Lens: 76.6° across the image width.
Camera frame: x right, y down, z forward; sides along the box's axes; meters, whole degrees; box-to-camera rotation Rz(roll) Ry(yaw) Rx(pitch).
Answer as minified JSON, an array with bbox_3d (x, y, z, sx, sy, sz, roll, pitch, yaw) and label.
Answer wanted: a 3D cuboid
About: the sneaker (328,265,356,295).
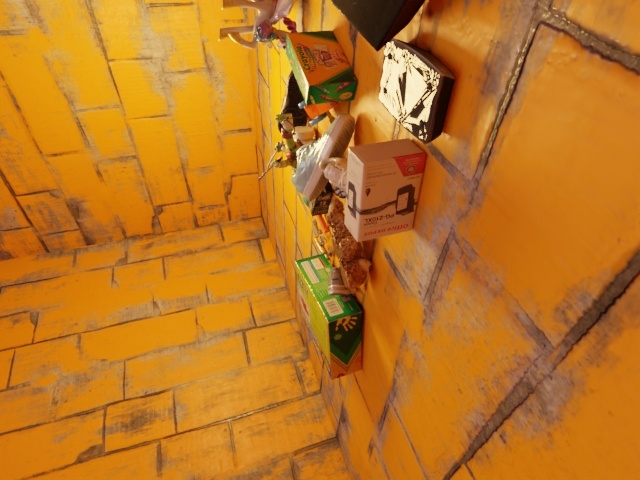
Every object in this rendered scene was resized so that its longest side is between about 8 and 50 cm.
[{"bbox_3d":[0.089,0.158,1.623,0.281,0.105,0.115,39,-132,-82],"label":"sneaker"}]

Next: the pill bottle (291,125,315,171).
[{"bbox_3d":[-0.077,-0.402,1.858,0.121,0.121,0.221,-123,26,-55],"label":"pill bottle"}]

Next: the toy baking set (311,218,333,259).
[{"bbox_3d":[0.000,0.003,1.979,0.196,0.030,0.256,78,165,-51],"label":"toy baking set"}]

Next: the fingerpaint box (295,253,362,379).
[{"bbox_3d":[0.036,0.341,1.882,0.445,0.163,0.371,-124,25,-52],"label":"fingerpaint box"}]

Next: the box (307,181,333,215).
[{"bbox_3d":[-0.012,-0.221,1.834,0.180,0.078,0.147,106,150,-61],"label":"box"}]

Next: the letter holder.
[{"bbox_3d":[0.178,-0.561,0.771,0.152,0.214,0.302,46,163,-2],"label":"letter holder"}]

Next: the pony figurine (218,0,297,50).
[{"bbox_3d":[-0.221,-0.950,1.682,0.303,0.364,0.350,-112,32,-60],"label":"pony figurine"}]

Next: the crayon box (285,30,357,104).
[{"bbox_3d":[-0.003,-0.581,1.352,0.081,0.165,0.278,103,152,-58],"label":"crayon box"}]

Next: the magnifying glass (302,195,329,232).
[{"bbox_3d":[-0.018,-0.141,1.937,0.026,0.092,0.231,-40,70,42],"label":"magnifying glass"}]

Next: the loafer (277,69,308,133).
[{"bbox_3d":[-0.105,-0.629,1.842,0.366,0.134,0.130,116,165,-51],"label":"loafer"}]

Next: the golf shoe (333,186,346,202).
[{"bbox_3d":[0.107,-0.187,1.452,0.198,0.077,0.093,-133,51,-59],"label":"golf shoe"}]

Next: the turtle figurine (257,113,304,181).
[{"bbox_3d":[-0.178,-0.390,1.720,0.275,0.198,0.266,10,119,26],"label":"turtle figurine"}]

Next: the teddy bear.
[{"bbox_3d":[0.104,0.004,1.481,0.245,0.113,0.338,86,168,-63],"label":"teddy bear"}]

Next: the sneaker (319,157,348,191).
[{"bbox_3d":[0.098,-0.175,1.260,0.305,0.152,0.114,48,126,49],"label":"sneaker"}]

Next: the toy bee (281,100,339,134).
[{"bbox_3d":[-0.013,-0.511,1.506,0.298,0.162,0.195,17,141,41],"label":"toy bee"}]

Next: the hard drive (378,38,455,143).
[{"bbox_3d":[0.213,-0.351,0.928,0.254,0.054,0.172,-116,20,-45],"label":"hard drive"}]

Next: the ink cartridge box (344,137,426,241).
[{"bbox_3d":[0.161,-0.128,1.056,0.100,0.172,0.237,-119,23,-47],"label":"ink cartridge box"}]

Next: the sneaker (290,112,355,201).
[{"bbox_3d":[-0.015,-0.309,1.434,0.150,0.135,0.366,40,127,10],"label":"sneaker"}]
